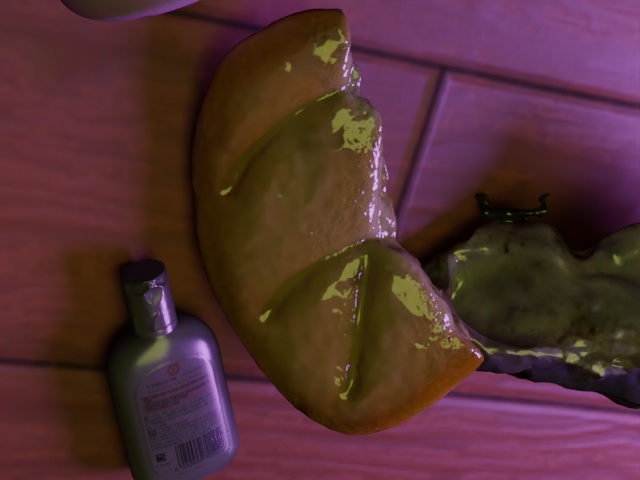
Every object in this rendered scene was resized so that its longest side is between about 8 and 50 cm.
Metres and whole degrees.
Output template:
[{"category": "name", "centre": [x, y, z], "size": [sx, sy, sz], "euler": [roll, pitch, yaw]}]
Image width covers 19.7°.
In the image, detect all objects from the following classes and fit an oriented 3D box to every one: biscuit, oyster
[{"category": "biscuit", "centre": [-0.004, 0.000, 1.211], "size": [0.154, 0.045, 0.299], "euler": [-18, 113, 12]}, {"category": "oyster", "centre": [0.211, 0.044, 1.313], "size": [0.337, 0.133, 0.198], "euler": [3, 146, -7]}]

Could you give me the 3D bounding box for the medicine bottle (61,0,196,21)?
[{"category": "medicine bottle", "centre": [-0.131, -0.277, 0.966], "size": [0.178, 0.178, 0.291], "euler": [-36, 124, -7]}]

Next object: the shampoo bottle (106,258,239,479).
[{"category": "shampoo bottle", "centre": [-0.104, 0.090, 1.240], "size": [0.080, 0.040, 0.165], "euler": [-20, 120, -16]}]
